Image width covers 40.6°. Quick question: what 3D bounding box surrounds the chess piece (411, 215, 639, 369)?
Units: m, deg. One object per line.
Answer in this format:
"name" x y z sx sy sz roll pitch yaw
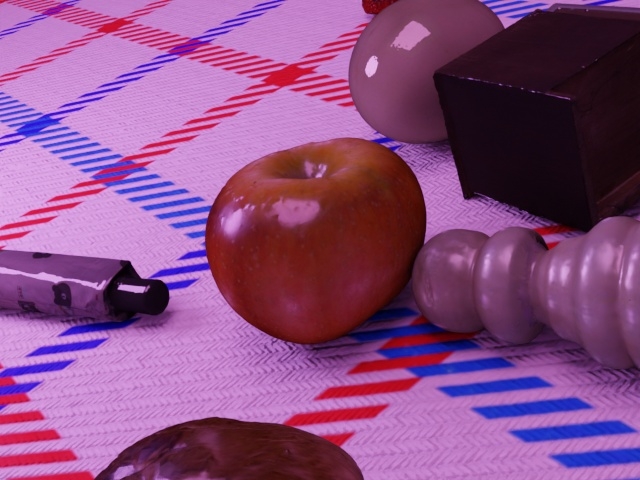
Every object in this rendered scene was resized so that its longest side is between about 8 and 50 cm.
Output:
"chess piece" 0.192 0.040 0.764 0.243 0.133 0.133 2 38 36

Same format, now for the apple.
"apple" 0.000 0.000 0.868 0.235 0.173 0.210 -22 27 -22

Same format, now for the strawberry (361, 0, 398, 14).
"strawberry" 0.115 -0.439 1.544 0.096 0.083 0.083 -36 19 38

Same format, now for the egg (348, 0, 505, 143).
"egg" 0.142 -0.224 1.109 0.186 0.185 0.242 17 45 41

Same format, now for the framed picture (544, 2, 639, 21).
"framed picture" 0.361 -0.270 1.232 0.217 0.016 0.273 19 48 41

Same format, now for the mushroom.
"mushroom" -0.094 0.225 0.599 0.278 0.146 0.278 -17 26 9

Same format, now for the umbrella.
"umbrella" -0.320 0.052 1.028 0.338 0.067 0.073 3 52 28

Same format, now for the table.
"table" 0.261 -0.127 0.927 0.169 0.172 0.193 -34 32 -22
